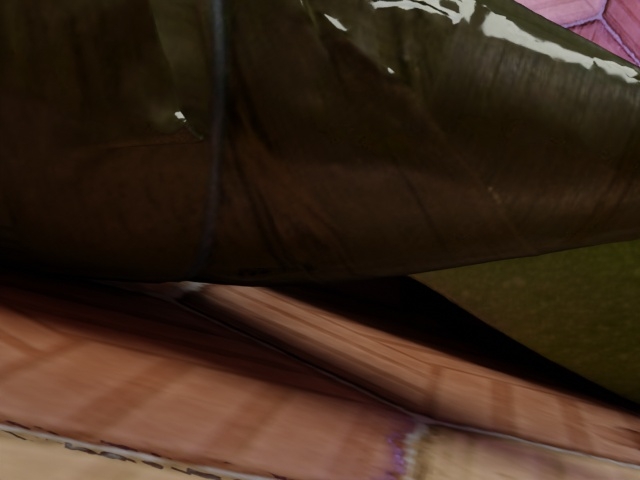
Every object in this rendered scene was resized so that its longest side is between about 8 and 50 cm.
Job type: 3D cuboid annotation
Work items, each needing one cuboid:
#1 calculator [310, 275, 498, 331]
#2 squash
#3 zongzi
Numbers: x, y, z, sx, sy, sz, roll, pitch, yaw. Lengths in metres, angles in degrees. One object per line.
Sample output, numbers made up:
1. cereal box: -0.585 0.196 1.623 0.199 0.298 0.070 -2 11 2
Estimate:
1. calculator: 0.000 0.001 0.859 0.294 0.043 0.194 19 3 -32
2. squash: 0.078 0.010 0.779 0.260 0.189 0.189 -5 1 10
3. zongzi: -0.014 -0.070 0.606 0.360 0.160 0.323 5 13 -4
